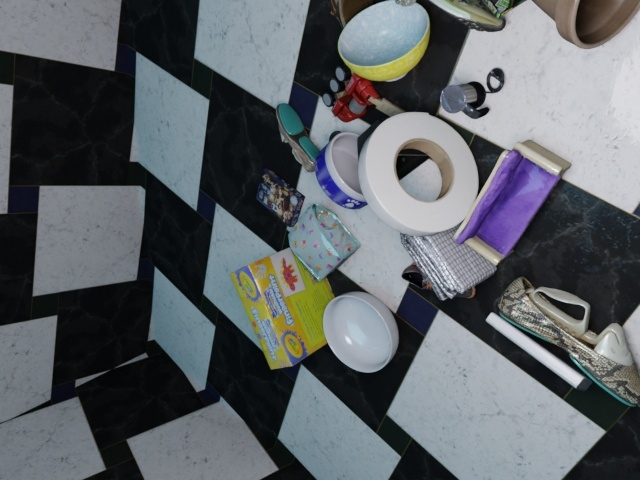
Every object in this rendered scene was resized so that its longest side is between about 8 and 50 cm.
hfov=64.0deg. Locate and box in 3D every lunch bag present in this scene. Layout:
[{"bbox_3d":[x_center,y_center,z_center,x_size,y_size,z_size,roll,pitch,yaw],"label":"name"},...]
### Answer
[{"bbox_3d":[0.000,0.000,2.125,0.262,0.160,0.223,50,135,9],"label":"lunch bag"}]

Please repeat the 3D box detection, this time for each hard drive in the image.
[{"bbox_3d":[0.669,0.339,1.571,0.307,0.203,0.040,40,98,37],"label":"hard drive"}]

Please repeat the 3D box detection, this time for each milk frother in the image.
[{"bbox_3d":[0.453,-0.444,1.514,0.129,0.134,0.143,35,128,28],"label":"milk frother"}]

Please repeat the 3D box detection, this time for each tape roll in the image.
[{"bbox_3d":[0.306,-0.207,1.582,0.392,0.392,0.072,63,159,3],"label":"tape roll"}]

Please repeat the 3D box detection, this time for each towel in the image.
[{"bbox_3d":[0.417,0.038,1.683,0.284,0.235,0.121,57,139,11],"label":"towel"}]

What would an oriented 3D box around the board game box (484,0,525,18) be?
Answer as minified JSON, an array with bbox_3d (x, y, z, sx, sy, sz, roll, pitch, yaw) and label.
[{"bbox_3d":[0.465,-0.742,1.393,0.260,0.136,0.030,57,176,10],"label":"board game box"}]

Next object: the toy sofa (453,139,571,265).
[{"bbox_3d":[0.562,-0.105,1.524,0.150,0.177,0.363,41,130,25],"label":"toy sofa"}]

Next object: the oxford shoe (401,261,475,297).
[{"bbox_3d":[0.416,0.156,1.829,0.271,0.098,0.097,16,118,39],"label":"oxford shoe"}]

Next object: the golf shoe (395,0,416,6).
[{"bbox_3d":[0.248,-0.791,1.597,0.176,0.086,0.069,45,153,29],"label":"golf shoe"}]

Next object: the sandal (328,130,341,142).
[{"bbox_3d":[0.068,-0.353,2.001,0.067,0.040,0.179,37,144,34],"label":"sandal"}]

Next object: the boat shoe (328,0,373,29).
[{"bbox_3d":[0.089,-0.816,1.744,0.342,0.123,0.123,68,166,-10],"label":"boat shoe"}]

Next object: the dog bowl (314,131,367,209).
[{"bbox_3d":[0.113,-0.248,1.832,0.104,0.265,0.265,-34,82,48],"label":"dog bowl"}]

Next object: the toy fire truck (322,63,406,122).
[{"bbox_3d":[0.156,-0.485,1.790,0.246,0.158,0.217,57,153,9],"label":"toy fire truck"}]

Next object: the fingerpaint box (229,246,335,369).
[{"bbox_3d":[-0.129,0.267,2.208,0.163,0.371,0.445,-24,91,46],"label":"fingerpaint box"}]

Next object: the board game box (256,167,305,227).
[{"bbox_3d":[-0.184,-0.193,2.303,0.243,0.042,0.165,40,131,25],"label":"board game box"}]

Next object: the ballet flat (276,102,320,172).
[{"bbox_3d":[-0.103,-0.410,2.093,0.316,0.107,0.106,59,143,9],"label":"ballet flat"}]

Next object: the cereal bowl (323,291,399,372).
[{"bbox_3d":[0.181,0.359,2.104,0.339,0.141,0.339,15,115,35],"label":"cereal bowl"}]

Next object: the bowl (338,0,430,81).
[{"bbox_3d":[0.216,-0.606,1.635,0.289,0.289,0.156,29,167,33],"label":"bowl"}]

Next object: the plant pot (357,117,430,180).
[{"bbox_3d":[0.236,-0.315,1.760,0.187,0.188,0.167,-36,68,46],"label":"plant pot"}]

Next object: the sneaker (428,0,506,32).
[{"bbox_3d":[0.383,-0.754,1.459,0.410,0.158,0.182,45,120,16],"label":"sneaker"}]

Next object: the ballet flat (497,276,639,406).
[{"bbox_3d":[0.761,0.272,1.516,0.483,0.164,0.182,39,120,30],"label":"ballet flat"}]

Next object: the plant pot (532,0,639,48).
[{"bbox_3d":[0.619,-0.629,1.228,0.229,0.263,0.263,53,138,41],"label":"plant pot"}]
